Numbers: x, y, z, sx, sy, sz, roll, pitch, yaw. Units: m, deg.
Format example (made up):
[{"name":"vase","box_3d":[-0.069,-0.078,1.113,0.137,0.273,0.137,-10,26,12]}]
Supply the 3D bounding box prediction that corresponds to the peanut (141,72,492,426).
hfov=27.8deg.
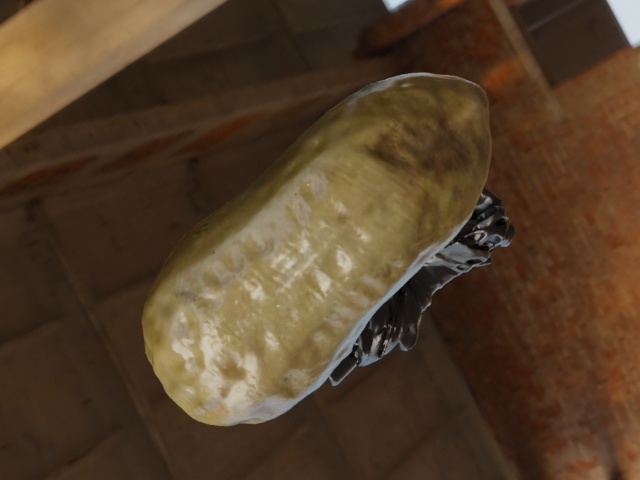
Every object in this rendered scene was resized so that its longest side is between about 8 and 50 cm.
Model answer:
[{"name":"peanut","box_3d":[0.000,0.000,0.700,0.110,0.236,0.120,47,-173,27]}]

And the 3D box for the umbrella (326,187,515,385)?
[{"name":"umbrella","box_3d":[0.095,0.051,1.417,0.110,0.272,0.122,45,173,-20]}]
